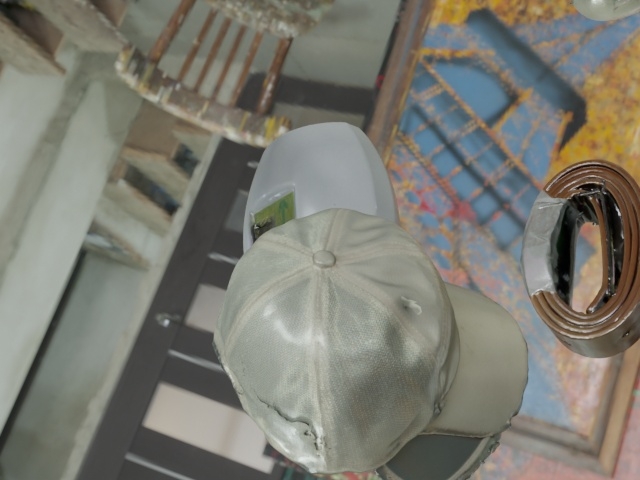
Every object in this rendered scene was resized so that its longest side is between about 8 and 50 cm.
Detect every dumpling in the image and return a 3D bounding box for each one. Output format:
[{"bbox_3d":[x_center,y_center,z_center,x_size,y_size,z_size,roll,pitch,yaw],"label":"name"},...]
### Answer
[{"bbox_3d":[0.440,-0.371,1.331,0.150,0.093,0.176,-11,177,-7],"label":"dumpling"}]

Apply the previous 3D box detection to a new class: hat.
[{"bbox_3d":[0.056,0.072,0.719,0.275,0.232,0.161,9,136,-33],"label":"hat"}]

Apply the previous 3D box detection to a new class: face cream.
[{"bbox_3d":[0.000,0.000,1.561,0.219,0.357,0.312,15,150,-40],"label":"face cream"}]

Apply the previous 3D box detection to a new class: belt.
[{"bbox_3d":[0.367,0.025,1.251,0.184,0.262,0.105,-12,152,29],"label":"belt"}]
